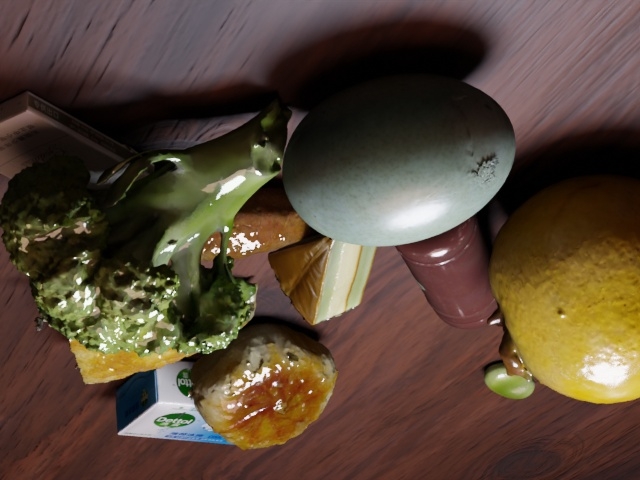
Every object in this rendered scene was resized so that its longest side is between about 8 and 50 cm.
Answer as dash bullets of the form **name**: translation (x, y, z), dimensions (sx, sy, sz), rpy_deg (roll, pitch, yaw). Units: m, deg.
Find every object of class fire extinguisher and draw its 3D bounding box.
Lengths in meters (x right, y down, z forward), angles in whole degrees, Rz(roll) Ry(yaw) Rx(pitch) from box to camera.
- **fire extinguisher**: translation (0.127, -0.004, 1.907), dimensions (0.138, 0.102, 0.344), rpy_deg (21, 165, 25)

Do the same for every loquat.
- **loquat**: translation (0.317, 0.061, 1.881), dimensions (0.275, 0.275, 0.275), rpy_deg (-6, 155, -3)

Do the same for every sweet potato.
- **sweet potato**: translation (-0.111, -0.026, 1.810), dimensions (0.251, 0.097, 0.097), rpy_deg (-4, 155, -21)

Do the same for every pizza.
- **pizza**: translation (-0.234, 0.079, 2.012), dimensions (0.280, 0.075, 0.288), rpy_deg (-19, 150, 15)

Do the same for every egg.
- **egg**: translation (0.078, -0.081, 1.634), dimensions (0.236, 0.169, 0.169), rpy_deg (-17, 153, 12)

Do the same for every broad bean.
- **broad bean**: translation (0.281, 0.208, 2.442), dimensions (0.083, 0.045, 0.063), rpy_deg (20, 143, -31)

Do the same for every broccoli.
- **broccoli**: translation (-0.158, 0.019, 1.652), dimensions (0.302, 0.186, 0.254), rpy_deg (-9, 118, 0)

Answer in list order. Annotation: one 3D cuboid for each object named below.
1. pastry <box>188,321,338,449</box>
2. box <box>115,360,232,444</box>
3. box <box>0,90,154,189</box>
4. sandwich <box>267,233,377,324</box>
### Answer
- **pastry**: translation (-0.072, 0.197, 2.211), dimensions (0.182, 0.093, 0.192), rpy_deg (-42, 133, 10)
- **box**: translation (-0.177, 0.231, 2.335), dimensions (0.194, 0.073, 0.139), rpy_deg (9, 151, -29)
- **box**: translation (-0.276, -0.089, 1.693), dimensions (0.109, 0.029, 0.198), rpy_deg (-21, 150, 27)
- **sandwich**: translation (0.000, 0.000, 1.869), dimensions (0.079, 0.113, 0.163), rpy_deg (-23, 148, -26)
